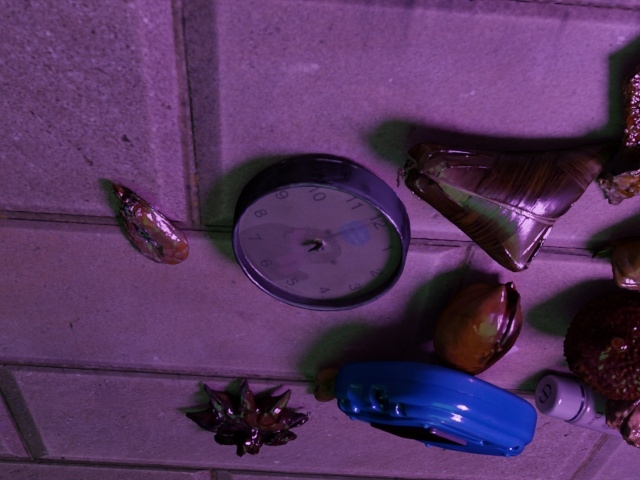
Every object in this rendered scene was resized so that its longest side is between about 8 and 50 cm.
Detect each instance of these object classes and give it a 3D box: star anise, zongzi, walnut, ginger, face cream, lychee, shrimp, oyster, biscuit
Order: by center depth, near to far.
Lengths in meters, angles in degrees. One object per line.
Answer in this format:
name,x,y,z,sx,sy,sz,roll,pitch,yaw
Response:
biscuit,0.446,-0.196,0.956,0.131,0.026,0.237,-18,137,5
zongzi,0.255,-0.113,1.039,0.248,0.111,0.241,35,102,-20
oyster,0.433,-0.089,1.053,0.121,0.045,0.146,9,166,-36
shrimp,-0.273,-0.019,1.184,0.101,0.042,0.190,-7,140,20
lychee,0.514,0.178,1.280,0.194,0.194,0.194,1,139,1
walnut,0.267,0.152,1.295,0.137,0.137,0.245,9,144,-8
ginger,0.016,0.290,1.526,0.057,0.044,0.137,-21,149,-19
face cream,0.582,0.340,1.532,0.314,0.089,0.143,15,123,-19
star anise,-0.154,0.395,1.605,0.272,0.102,0.272,0,135,0

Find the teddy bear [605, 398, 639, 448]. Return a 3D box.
teddy bear,0.692,0.282,1.369,0.222,0.246,0.296,36,95,5

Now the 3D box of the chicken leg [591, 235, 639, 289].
chicken leg,0.607,-0.012,1.094,0.429,0.153,0.201,-24,141,36

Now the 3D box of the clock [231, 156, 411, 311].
clock,0.000,0.000,1.157,0.280,0.055,0.280,5,133,5

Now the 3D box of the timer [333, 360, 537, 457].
timer,0.204,0.312,1.409,0.309,0.115,0.340,27,158,-28

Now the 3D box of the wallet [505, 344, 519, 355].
wallet,0.333,0.212,1.448,0.083,0.011,0.044,-29,130,30
